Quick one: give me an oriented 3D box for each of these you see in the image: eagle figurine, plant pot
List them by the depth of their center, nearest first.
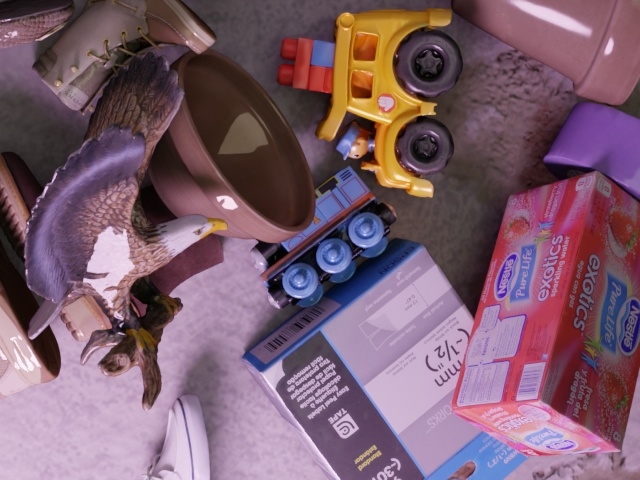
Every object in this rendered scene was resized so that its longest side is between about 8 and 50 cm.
[{"bbox_3d":[-0.208,-0.018,1.421,0.225,0.226,0.298,-30,123,-26],"label":"eagle figurine"},{"bbox_3d":[-0.119,-0.090,1.571,0.109,0.237,0.237,-30,105,24],"label":"plant pot"},{"bbox_3d":[0.284,-0.315,1.647,0.229,0.263,0.263,17,90,1],"label":"plant pot"}]

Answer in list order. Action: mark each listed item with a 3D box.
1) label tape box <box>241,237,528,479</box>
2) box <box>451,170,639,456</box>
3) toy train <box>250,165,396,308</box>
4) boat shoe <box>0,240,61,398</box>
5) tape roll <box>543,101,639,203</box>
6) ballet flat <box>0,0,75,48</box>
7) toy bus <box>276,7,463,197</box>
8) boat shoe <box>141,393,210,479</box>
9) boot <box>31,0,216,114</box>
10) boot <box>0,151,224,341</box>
[{"bbox_3d":[0.107,0.208,1.692,0.249,0.115,0.348,-38,102,-11],"label":"label tape box"},{"bbox_3d":[0.283,0.090,1.634,0.142,0.154,0.300,33,62,-29],"label":"box"},{"bbox_3d":[0.000,0.000,1.652,0.184,0.080,0.105,-37,74,-3],"label":"toy train"},{"bbox_3d":[-0.407,0.022,1.517,0.110,0.121,0.341,-23,101,8],"label":"boat shoe"},{"bbox_3d":[0.374,-0.087,1.705,0.189,0.189,0.080,31,85,-17],"label":"tape roll"},{"bbox_3d":[-0.387,-0.213,1.528,0.250,0.084,0.058,-21,115,-12],"label":"ballet flat"},{"bbox_3d":[0.053,-0.167,1.635,0.211,0.149,0.220,3,97,-4],"label":"toy bus"},{"bbox_3d":[-0.174,0.294,1.630,0.075,0.083,0.226,-3,96,-17],"label":"boat shoe"},{"bbox_3d":[-0.218,-0.206,1.515,0.165,0.213,0.077,-51,134,-5],"label":"boot"},{"bbox_3d":[-0.247,-0.029,1.595,0.207,0.090,0.248,-34,102,-24],"label":"boot"}]
